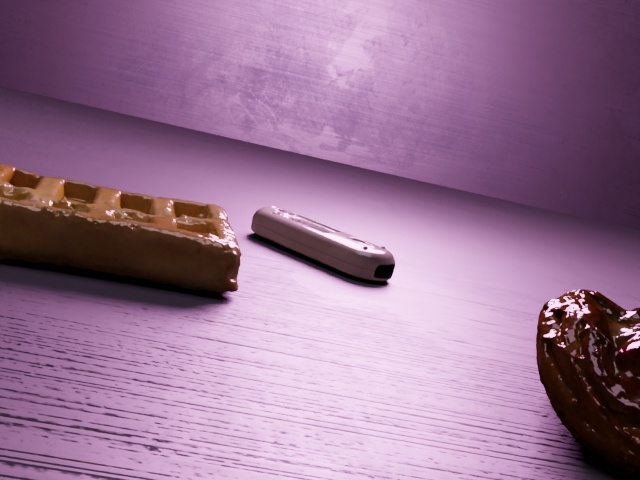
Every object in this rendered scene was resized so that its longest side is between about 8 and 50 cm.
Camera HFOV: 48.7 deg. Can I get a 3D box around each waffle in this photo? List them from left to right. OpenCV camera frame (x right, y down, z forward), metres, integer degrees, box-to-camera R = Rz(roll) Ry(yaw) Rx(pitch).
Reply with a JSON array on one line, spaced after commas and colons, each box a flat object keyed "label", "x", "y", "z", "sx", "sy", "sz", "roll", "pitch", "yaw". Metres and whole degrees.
[{"label": "waffle", "x": -0.213, "y": -0.014, "z": 0.686, "sx": 0.274, "sy": 0.057, "sz": 0.168, "roll": 11, "pitch": 12, "yaw": -14}]

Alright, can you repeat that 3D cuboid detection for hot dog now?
[{"label": "hot dog", "x": 0.246, "y": 0.103, "z": 0.553, "sx": 0.160, "sy": 0.099, "sz": 0.227, "roll": 13, "pitch": 13, "yaw": 16}]

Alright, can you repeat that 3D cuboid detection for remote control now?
[{"label": "remote control", "x": 0.000, "y": 0.000, "z": 0.908, "sx": 0.221, "sy": 0.042, "sz": 0.078, "roll": 21, "pitch": 12, "yaw": 37}]
